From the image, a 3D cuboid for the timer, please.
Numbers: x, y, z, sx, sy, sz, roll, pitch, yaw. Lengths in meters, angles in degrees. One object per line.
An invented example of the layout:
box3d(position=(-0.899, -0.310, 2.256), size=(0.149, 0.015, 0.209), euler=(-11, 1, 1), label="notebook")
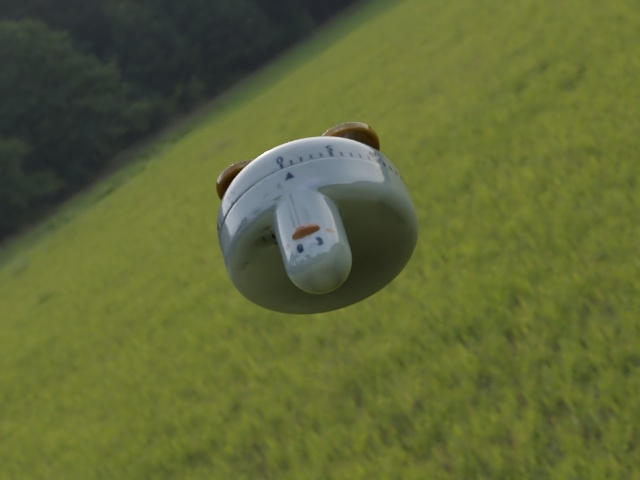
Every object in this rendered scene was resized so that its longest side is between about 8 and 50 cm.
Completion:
box3d(position=(0.000, 0.000, 1.704), size=(0.233, 0.233, 0.240), euler=(-32, 48, 18), label="timer")
